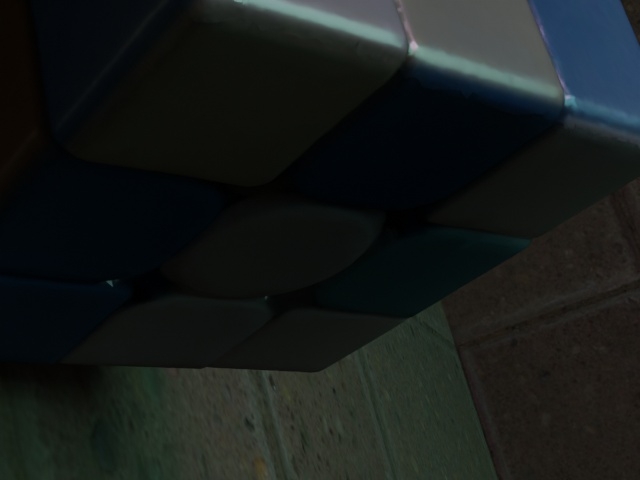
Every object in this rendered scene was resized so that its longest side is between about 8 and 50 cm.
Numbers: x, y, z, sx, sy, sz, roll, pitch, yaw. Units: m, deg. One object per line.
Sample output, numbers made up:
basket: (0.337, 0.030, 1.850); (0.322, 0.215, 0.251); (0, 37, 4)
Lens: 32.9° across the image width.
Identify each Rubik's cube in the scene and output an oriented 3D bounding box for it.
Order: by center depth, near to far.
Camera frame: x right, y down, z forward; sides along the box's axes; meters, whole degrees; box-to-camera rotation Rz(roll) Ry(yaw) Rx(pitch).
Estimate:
Rubik's cube: (-0.059, -0.137, 0.667); (0.347, 0.346, 0.344); (6, 57, -40)
